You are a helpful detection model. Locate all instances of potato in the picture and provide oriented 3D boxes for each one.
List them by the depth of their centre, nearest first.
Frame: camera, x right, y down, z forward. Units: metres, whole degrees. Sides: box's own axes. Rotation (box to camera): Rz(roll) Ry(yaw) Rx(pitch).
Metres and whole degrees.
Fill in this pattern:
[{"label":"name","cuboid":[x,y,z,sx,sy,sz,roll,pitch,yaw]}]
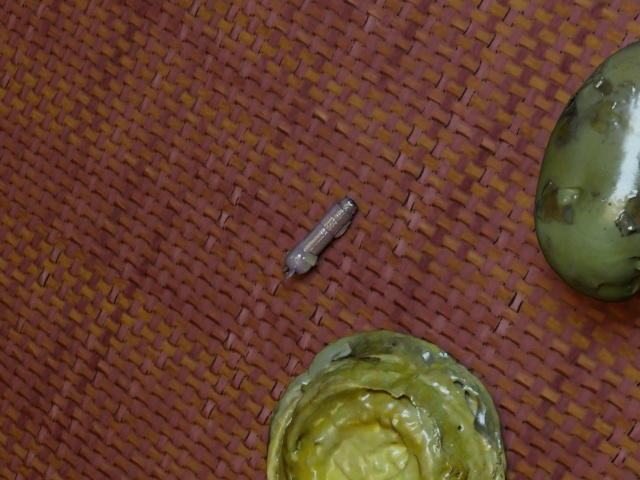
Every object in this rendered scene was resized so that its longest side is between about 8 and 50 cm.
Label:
[{"label":"potato","cuboid":[0.295,-0.071,1.684,0.165,0.165,0.262,20,88,26]}]

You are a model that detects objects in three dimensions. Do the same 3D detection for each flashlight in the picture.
[{"label":"flashlight","cuboid":[0.000,0.000,1.885,0.031,0.052,0.110,41,99,-14]}]

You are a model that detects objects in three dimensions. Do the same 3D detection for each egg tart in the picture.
[{"label":"egg tart","cuboid":[0.056,0.229,1.805,0.279,0.095,0.279,-3,83,25]}]
